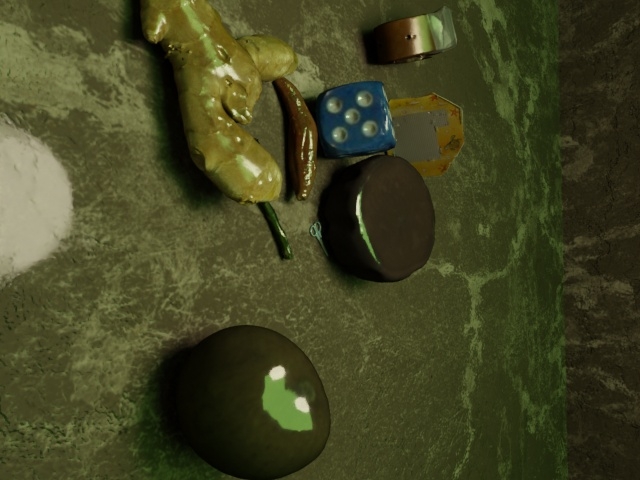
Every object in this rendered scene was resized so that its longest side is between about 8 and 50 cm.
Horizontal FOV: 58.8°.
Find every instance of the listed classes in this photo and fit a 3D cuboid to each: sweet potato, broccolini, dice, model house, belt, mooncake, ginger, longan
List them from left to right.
[{"bbox_3d":[-0.179,-0.265,0.906,0.348,0.122,0.363,32,61,-40],"label":"ginger"},{"bbox_3d":[-0.099,0.247,0.867,0.248,0.248,0.249,4,85,-52],"label":"longan"},{"bbox_3d":[-0.098,-0.073,1.048,0.071,0.057,0.255,-27,112,-3],"label":"broccolini"},{"bbox_3d":[-0.042,-0.205,1.124,0.078,0.058,0.256,-10,92,-32],"label":"sweet potato"},{"bbox_3d":[0.075,-0.246,1.179,0.146,0.146,0.143,-29,109,-77],"label":"dice"},{"bbox_3d":[0.127,-0.047,1.262,0.283,0.141,0.283,5,83,-43],"label":"mooncake"},{"bbox_3d":[0.234,-0.496,1.389,0.261,0.184,0.105,-26,107,-49],"label":"belt"},{"bbox_3d":[0.271,-0.275,1.405,0.136,0.219,0.208,-43,122,-51],"label":"model house"}]

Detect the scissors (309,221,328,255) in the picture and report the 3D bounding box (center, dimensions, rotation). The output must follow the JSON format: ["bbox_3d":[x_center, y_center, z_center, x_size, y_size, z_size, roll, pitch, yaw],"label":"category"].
[{"bbox_3d":[0.000,0.000,1.204,0.036,0.006,0.083,-48,124,-40],"label":"scissors"}]
